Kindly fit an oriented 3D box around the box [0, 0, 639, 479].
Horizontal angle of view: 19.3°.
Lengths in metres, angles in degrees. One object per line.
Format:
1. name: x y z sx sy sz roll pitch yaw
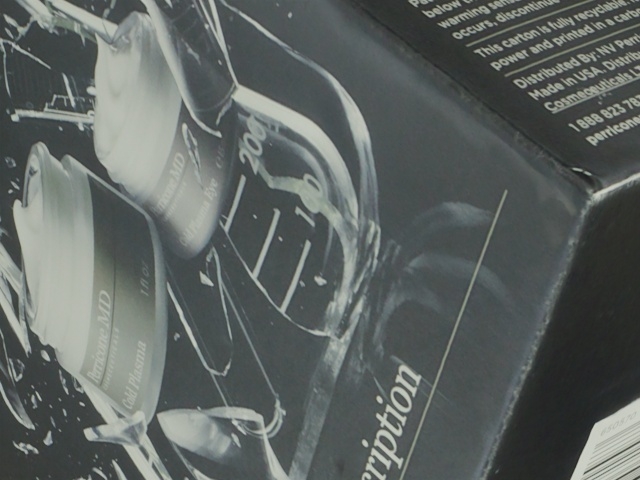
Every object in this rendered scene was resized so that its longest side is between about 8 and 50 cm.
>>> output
1. box: 0.000 0.000 0.737 0.312 0.179 0.343 42 135 30
